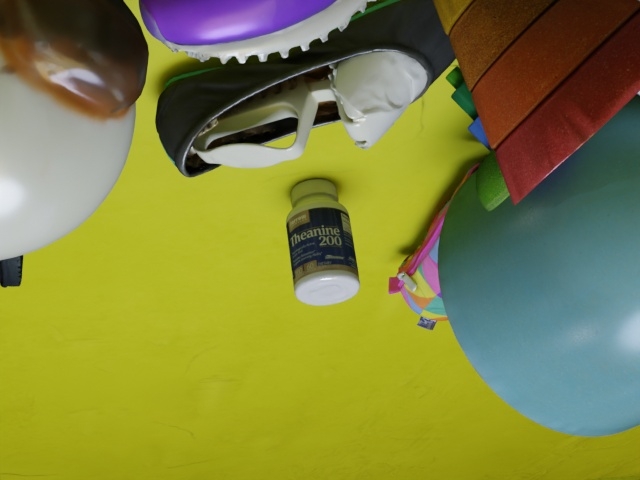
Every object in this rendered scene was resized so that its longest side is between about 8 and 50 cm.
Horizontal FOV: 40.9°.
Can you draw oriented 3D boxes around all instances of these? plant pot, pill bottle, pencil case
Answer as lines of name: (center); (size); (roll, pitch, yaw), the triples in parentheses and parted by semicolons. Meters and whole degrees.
plant pot: (0.286, 0.005, 0.746); (0.293, 0.293, 0.235); (4, 158, -21)
pill bottle: (0.000, 0.000, 0.876); (0.067, 0.120, 0.067); (-6, 152, -3)
pencil case: (0.160, 0.009, 0.964); (0.104, 0.104, 0.236); (1, 149, -17)

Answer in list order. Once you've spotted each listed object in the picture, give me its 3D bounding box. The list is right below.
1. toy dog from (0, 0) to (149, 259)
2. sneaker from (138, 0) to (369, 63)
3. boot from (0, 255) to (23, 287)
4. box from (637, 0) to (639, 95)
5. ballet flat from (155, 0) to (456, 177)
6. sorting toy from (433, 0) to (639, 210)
toy dog: (-0.288, -0.060, 0.458); (0.408, 0.395, 0.284); (-28, 155, -43)
sneaker: (0.018, -0.216, 0.472); (0.293, 0.102, 0.146); (-28, 137, -7)
boot: (-0.364, -0.042, 0.726); (0.207, 0.094, 0.246); (-4, 145, -16)
box: (0.235, -0.172, 0.596); (0.137, 0.072, 0.126); (26, 112, -24)
ballet flat: (0.000, -0.112, 0.695); (0.280, 0.096, 0.095); (-17, 150, 15)
sorting toy: (0.115, -0.104, 0.545); (0.127, 0.126, 0.365); (-44, 176, 6)
